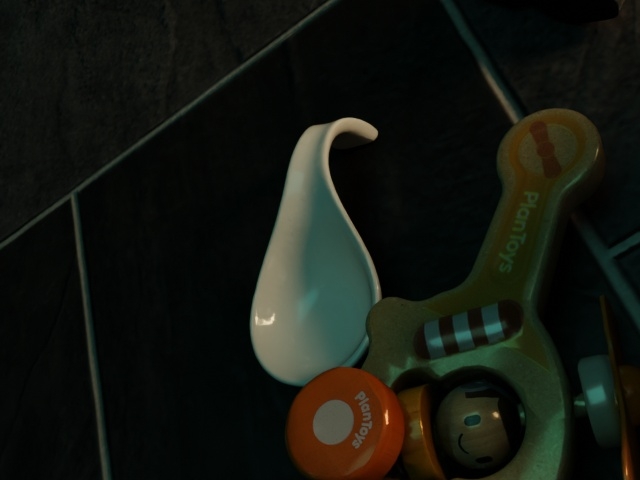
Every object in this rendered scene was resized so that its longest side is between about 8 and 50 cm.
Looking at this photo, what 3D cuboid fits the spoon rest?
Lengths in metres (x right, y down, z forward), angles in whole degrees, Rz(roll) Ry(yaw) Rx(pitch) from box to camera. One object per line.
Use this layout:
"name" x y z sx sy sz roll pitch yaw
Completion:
"spoon rest" 0.000 0.000 0.788 0.137 0.084 0.277 -11 59 31

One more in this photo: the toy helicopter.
"toy helicopter" 0.145 0.059 0.619 0.234 0.140 0.355 9 68 36

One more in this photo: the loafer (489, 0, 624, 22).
"loafer" 0.214 -0.250 0.792 0.170 0.062 0.061 33 82 41
